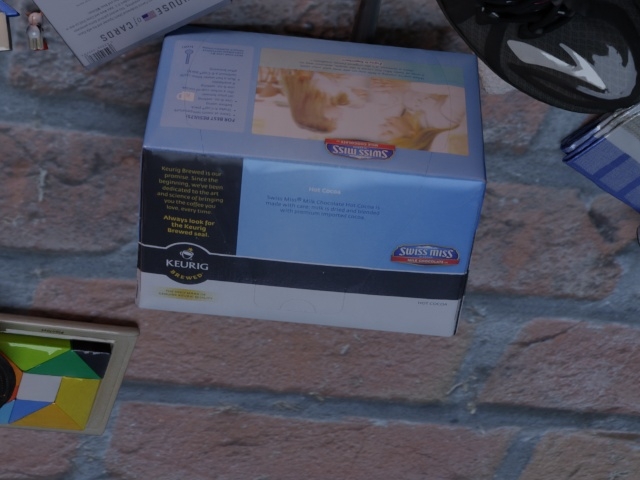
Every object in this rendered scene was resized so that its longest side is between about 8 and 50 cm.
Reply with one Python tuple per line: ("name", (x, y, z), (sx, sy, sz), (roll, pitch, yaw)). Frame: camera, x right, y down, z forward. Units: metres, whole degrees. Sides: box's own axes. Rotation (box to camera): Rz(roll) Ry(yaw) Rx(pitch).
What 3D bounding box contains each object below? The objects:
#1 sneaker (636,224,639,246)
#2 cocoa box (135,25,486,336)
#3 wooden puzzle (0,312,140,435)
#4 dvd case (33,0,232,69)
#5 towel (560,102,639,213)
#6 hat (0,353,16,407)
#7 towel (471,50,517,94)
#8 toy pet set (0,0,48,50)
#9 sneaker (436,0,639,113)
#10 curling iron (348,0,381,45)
("sneaker", (0.525, -0.017, 1.868), (0.226, 0.086, 0.163), (9, 145, -37))
("cocoa box", (-0.012, -0.066, 1.560), (0.347, 0.231, 0.228), (5, 131, -2))
("wooden puzzle", (-0.371, 0.186, 1.931), (0.221, 0.044, 0.238), (8, 134, -20))
("dvd case", (-0.220, -0.291, 1.469), (0.179, 0.029, 0.238), (-23, 137, 11))
("towel", (0.455, -0.145, 1.771), (0.285, 0.034, 0.209), (-38, 134, 28))
("hat", (-0.553, 0.164, 1.805), (0.331, 0.134, 0.331), (-17, 149, -10))
("towel", (0.293, -0.264, 1.597), (0.282, 0.049, 0.187), (-18, 136, 7))
("toy pet set", (-0.346, -0.223, 1.495), (0.122, 0.114, 0.065), (-7, 96, -6))
("sneaker", (0.171, -0.272, 1.405), (0.185, 0.202, 0.483), (-35, 123, 20))
("curling iron", (0.024, -0.185, 1.631), (0.068, 0.035, 0.274), (7, 134, -19))
